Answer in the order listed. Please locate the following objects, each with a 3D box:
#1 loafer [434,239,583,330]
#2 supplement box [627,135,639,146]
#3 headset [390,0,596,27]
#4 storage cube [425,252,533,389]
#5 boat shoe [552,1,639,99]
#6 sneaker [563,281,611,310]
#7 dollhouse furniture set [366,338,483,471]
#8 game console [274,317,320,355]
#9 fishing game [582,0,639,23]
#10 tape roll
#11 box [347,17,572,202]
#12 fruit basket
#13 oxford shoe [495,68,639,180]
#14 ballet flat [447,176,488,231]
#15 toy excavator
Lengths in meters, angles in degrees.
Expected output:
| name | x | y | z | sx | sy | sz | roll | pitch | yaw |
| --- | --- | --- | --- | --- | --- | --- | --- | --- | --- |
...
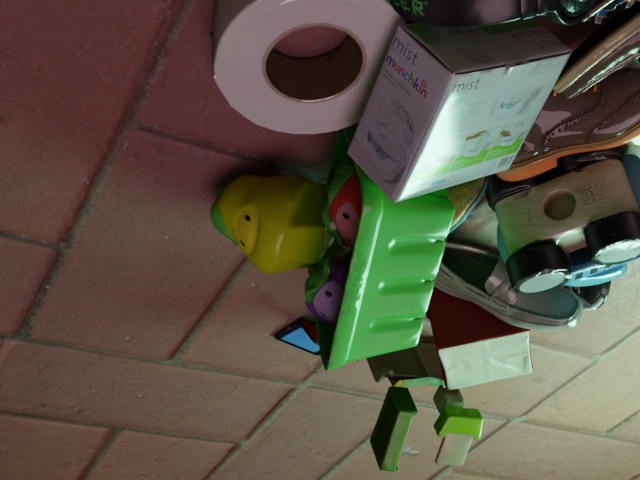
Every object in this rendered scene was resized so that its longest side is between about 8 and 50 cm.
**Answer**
| name | x | y | z | sx | sy | sz | roll | pitch | yaw |
| --- | --- | --- | --- | --- | --- | --- | --- | --- | --- |
| loafer | 0.342 | 0.082 | 1.779 | 0.320 | 0.112 | 0.111 | 18 | 154 | 18 |
| supplement box | 0.533 | -0.210 | 1.577 | 0.083 | 0.056 | 0.083 | 8 | 140 | -21 |
| headset | 0.271 | -0.389 | 1.180 | 0.394 | 0.243 | 0.185 | -19 | 126 | -11 |
| storage cube | 0.323 | 0.167 | 1.915 | 0.215 | 0.193 | 0.183 | -12 | 142 | 6 |
| boat shoe | 0.503 | -0.296 | 1.363 | 0.342 | 0.123 | 0.123 | -35 | 99 | 16 |
| sneaker | 0.481 | 0.090 | 1.884 | 0.132 | 0.086 | 0.229 | 13 | 170 | -9 |
| dollhouse furniture set | 0.205 | 0.347 | 2.016 | 0.198 | 0.301 | 0.151 | 7 | 116 | -14 |
| game console | -0.007 | 0.233 | 2.032 | 0.144 | 0.124 | 0.085 | 27 | 104 | -37 |
| fishing game | 0.457 | -0.349 | 1.262 | 0.189 | 0.041 | 0.264 | -33 | 178 | 43 |
| tape roll | -0.015 | -0.285 | 1.345 | 0.286 | 0.100 | 0.286 | -5 | 143 | -4 |
| box | 0.203 | -0.200 | 1.364 | 0.262 | 0.127 | 0.231 | -18 | 143 | -36 |
| fruit basket | 0.000 | 0.000 | 1.561 | 0.392 | 0.283 | 0.392 | -4 | 125 | -6 |
| oxford shoe | 0.414 | -0.218 | 1.492 | 0.364 | 0.130 | 0.133 | -28 | 132 | 24 |
| ballet flat | 0.163 | -0.027 | 1.708 | 0.123 | 0.123 | 0.348 | 14 | 137 | -27 |
| toy excavator | 0.566 | -0.026 | 1.734 | 0.433 | 0.222 | 0.445 | -22 | 153 | 20 |
